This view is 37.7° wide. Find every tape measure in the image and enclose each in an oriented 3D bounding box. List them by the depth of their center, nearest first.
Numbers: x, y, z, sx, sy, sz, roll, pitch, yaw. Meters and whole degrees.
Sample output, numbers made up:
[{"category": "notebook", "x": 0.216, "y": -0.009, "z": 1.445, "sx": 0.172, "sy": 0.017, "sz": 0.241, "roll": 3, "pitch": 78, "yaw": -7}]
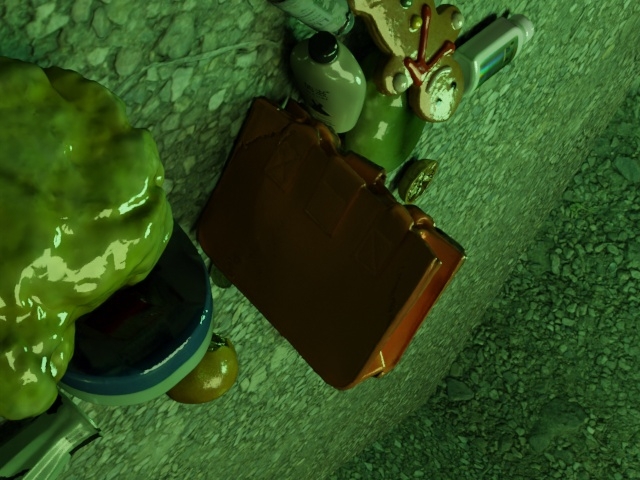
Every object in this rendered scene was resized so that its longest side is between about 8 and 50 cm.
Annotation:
[{"category": "tape measure", "x": -0.272, "y": 0.084, "z": 1.268, "sx": 0.259, "sy": 0.262, "sz": 0.138, "roll": -41, "pitch": 167, "yaw": -21}]

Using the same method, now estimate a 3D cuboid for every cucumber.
[{"category": "cucumber", "x": -0.148, "y": 0.047, "z": 1.711, "sx": 0.112, "sy": 0.064, "sz": 0.064, "roll": -25, "pitch": 148, "yaw": -53}]

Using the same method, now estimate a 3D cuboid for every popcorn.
[{"category": "popcorn", "x": -0.313, "y": -0.023, "z": 0.942, "sx": 0.334, "sy": 0.292, "sz": 0.293, "roll": -51, "pitch": 155, "yaw": -10}]

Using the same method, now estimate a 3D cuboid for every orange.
[{"category": "orange", "x": -0.230, "y": 0.232, "z": 1.743, "sx": 0.154, "sy": 0.154, "sz": 0.134, "roll": -26, "pitch": 107, "yaw": -47}]

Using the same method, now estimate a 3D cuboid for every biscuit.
[{"category": "biscuit", "x": 0.160, "y": -0.325, "z": 1.518, "sx": 0.205, "sy": 0.049, "sz": 0.324, "roll": -43, "pitch": 130, "yaw": -21}]

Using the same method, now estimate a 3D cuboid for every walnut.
[{"category": "walnut", "x": 0.213, "y": -0.141, "z": 2.124, "sx": 0.121, "sy": 0.052, "sz": 0.091, "roll": -55, "pitch": 157, "yaw": 8}]

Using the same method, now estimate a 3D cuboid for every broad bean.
[{"category": "broad bean", "x": 0.118, "y": -0.231, "z": 1.680, "sx": 0.238, "sy": 0.119, "sz": 0.291, "roll": -63, "pitch": 162, "yaw": -13}]

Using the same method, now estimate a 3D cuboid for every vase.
[{"category": "vase", "x": -0.506, "y": 0.398, "z": 1.457, "sx": 0.360, "sy": 0.165, "sz": 0.165, "roll": -46, "pitch": 159, "yaw": -20}]

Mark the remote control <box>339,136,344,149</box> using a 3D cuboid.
[{"category": "remote control", "x": -0.001, "y": -0.097, "z": 1.808, "sx": 0.245, "sy": 0.022, "sz": 0.077, "roll": -57, "pitch": 156, "yaw": 17}]

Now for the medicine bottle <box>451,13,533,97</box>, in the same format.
[{"category": "medicine bottle", "x": 0.356, "y": -0.395, "z": 1.948, "sx": 0.219, "sy": 0.078, "sz": 0.115, "roll": -39, "pitch": 155, "yaw": -27}]

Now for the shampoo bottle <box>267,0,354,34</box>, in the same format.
[{"category": "shampoo bottle", "x": -0.011, "y": -0.336, "z": 1.319, "sx": 0.072, "sy": 0.072, "sz": 0.214, "roll": -55, "pitch": 159, "yaw": 12}]

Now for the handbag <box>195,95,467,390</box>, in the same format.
[{"category": "handbag", "x": 0.000, "y": 0.000, "z": 1.441, "sx": 0.116, "sy": 0.410, "sz": 0.303, "roll": -7, "pitch": 134, "yaw": -51}]

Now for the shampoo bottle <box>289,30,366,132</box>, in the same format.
[{"category": "shampoo bottle", "x": 0.014, "y": -0.246, "z": 1.449, "sx": 0.078, "sy": 0.127, "sz": 0.257, "roll": -57, "pitch": 166, "yaw": -12}]
